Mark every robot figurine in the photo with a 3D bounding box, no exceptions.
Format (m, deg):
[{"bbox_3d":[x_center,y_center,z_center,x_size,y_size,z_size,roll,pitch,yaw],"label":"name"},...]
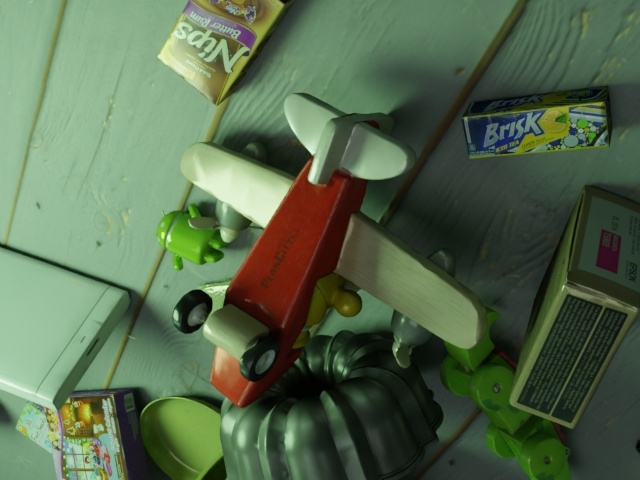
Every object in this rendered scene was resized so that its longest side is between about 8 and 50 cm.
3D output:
[{"bbox_3d":[-0.203,-0.005,1.277,0.115,0.067,0.101,25,109,10],"label":"robot figurine"}]

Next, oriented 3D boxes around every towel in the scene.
[{"bbox_3d":[-0.125,0.107,1.335,0.148,0.027,0.110,-13,114,30],"label":"towel"}]

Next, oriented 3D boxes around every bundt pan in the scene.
[{"bbox_3d":[0.002,0.234,1.173,0.331,0.331,0.124,-7,110,27],"label":"bundt pan"}]

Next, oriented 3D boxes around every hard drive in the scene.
[{"bbox_3d":[-0.540,0.130,1.409,0.353,0.233,0.047,17,144,14],"label":"hard drive"}]

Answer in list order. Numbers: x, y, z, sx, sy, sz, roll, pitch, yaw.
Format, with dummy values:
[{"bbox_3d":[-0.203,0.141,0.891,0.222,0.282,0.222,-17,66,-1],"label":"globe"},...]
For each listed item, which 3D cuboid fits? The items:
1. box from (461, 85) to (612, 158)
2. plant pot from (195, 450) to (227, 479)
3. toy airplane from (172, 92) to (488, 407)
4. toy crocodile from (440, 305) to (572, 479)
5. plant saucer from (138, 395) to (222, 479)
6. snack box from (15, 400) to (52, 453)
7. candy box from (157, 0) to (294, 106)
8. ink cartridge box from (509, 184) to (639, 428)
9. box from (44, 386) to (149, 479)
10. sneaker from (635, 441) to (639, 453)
[{"bbox_3d":[0.261,-0.142,0.993,0.169,0.054,0.059,-3,118,25],"label":"box"},{"bbox_3d":[-0.003,0.550,1.379,0.367,0.366,0.353,-4,129,26],"label":"plant pot"},{"bbox_3d":[0.000,0.000,1.102,0.384,0.272,0.386,-19,74,21],"label":"toy airplane"},{"bbox_3d":[0.279,0.242,1.196,0.340,0.105,0.115,55,167,-14],"label":"toy crocodile"},{"bbox_3d":[-0.228,0.379,1.541,0.241,0.037,0.241,12,124,18],"label":"plant saucer"},{"bbox_3d":[-0.552,0.392,1.694,0.141,0.037,0.100,35,126,2],"label":"snack box"},{"bbox_3d":[-0.126,-0.282,1.084,0.109,0.053,0.186,39,128,-3],"label":"candy box"},{"bbox_3d":[0.313,0.075,0.990,0.088,0.234,0.193,21,126,11],"label":"ink cartridge box"},{"bbox_3d":[-0.423,0.434,1.574,0.201,0.057,0.293,-10,91,33],"label":"box"},{"bbox_3d":[0.484,0.288,1.169,0.035,0.031,0.083,35,127,2],"label":"sneaker"}]
